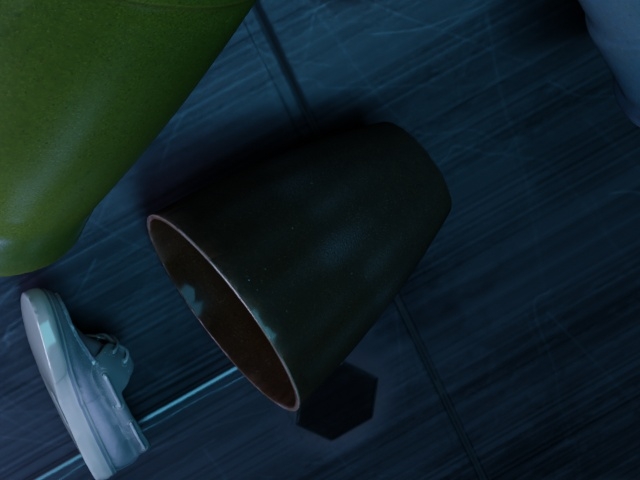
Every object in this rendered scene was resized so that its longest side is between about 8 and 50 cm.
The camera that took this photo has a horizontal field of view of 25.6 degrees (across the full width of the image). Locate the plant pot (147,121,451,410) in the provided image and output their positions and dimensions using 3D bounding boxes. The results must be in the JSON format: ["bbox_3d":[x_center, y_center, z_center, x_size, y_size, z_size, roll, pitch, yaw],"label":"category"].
[{"bbox_3d":[0.000,0.000,1.273,0.230,0.215,0.215,-37,124,-16],"label":"plant pot"}]

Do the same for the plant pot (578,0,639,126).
[{"bbox_3d":[0.300,-0.320,1.146,0.341,0.341,0.334,-42,115,4],"label":"plant pot"}]

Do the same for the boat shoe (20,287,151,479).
[{"bbox_3d":[-0.216,0.126,1.325,0.081,0.079,0.227,-27,128,-16],"label":"boat shoe"}]

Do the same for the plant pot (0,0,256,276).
[{"bbox_3d":[-0.229,-0.174,1.022,0.366,0.366,0.353,13,122,-25],"label":"plant pot"}]
